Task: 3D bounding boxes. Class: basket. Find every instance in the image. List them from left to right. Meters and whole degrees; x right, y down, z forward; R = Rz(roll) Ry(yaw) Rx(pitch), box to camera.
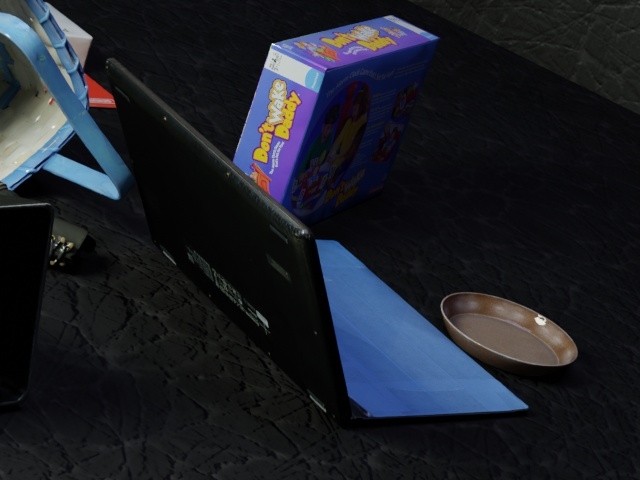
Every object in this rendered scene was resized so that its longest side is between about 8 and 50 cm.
[{"bbox_3d":[-0.347,-0.162,2.069,0.289,0.255,0.201,14,55,43],"label":"basket"}]

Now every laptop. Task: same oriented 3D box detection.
[{"bbox_3d":[0.000,0.000,2.000,0.236,0.408,0.382,-30,45,-20],"label":"laptop"}]

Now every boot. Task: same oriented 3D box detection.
[{"bbox_3d":[-0.315,-0.003,1.954,0.137,0.077,0.198,25,22,1],"label":"boot"}]

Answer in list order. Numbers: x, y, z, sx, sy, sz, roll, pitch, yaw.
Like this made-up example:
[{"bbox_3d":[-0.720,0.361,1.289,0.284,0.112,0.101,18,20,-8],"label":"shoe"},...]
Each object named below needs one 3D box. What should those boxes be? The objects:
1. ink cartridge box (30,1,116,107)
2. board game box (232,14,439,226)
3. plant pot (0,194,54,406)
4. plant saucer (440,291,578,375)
[{"bbox_3d":[-0.421,-0.255,2.498,0.275,0.060,0.239,-1,27,-42],"label":"ink cartridge box"},{"bbox_3d":[0.014,-0.145,2.362,0.078,0.233,0.347,27,22,18],"label":"board game box"},{"bbox_3d":[-0.368,0.039,1.667,0.188,0.187,0.167,-4,19,-46],"label":"plant pot"},{"bbox_3d":[0.215,0.113,2.186,0.168,0.029,0.168,17,20,-6],"label":"plant saucer"}]
